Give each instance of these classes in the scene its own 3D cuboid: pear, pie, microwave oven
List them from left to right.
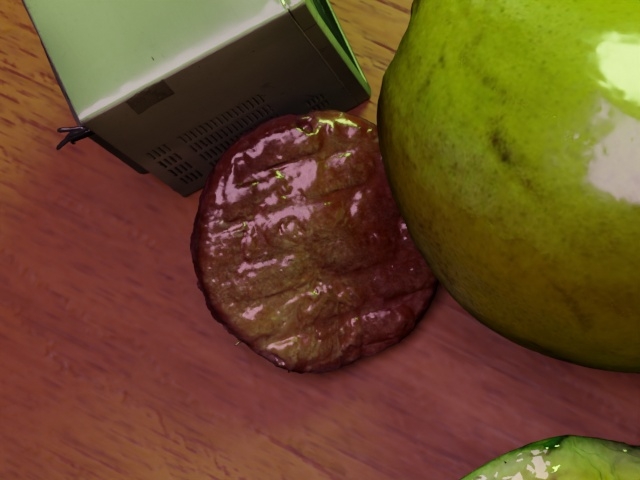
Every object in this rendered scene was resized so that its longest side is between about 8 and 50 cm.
[{"bbox_3d":[-0.089,-0.142,1.281,0.194,0.240,0.145,-25,77,7],"label":"microwave oven"},{"bbox_3d":[0.000,0.000,1.306,0.182,0.049,0.182,-1,98,-9],"label":"pie"},{"bbox_3d":[0.174,-0.052,1.203,0.307,0.253,0.253,33,88,16],"label":"pear"}]

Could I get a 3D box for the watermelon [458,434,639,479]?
[{"bbox_3d":[0.193,0.282,1.177,0.330,0.189,0.331,0,91,21],"label":"watermelon"}]
